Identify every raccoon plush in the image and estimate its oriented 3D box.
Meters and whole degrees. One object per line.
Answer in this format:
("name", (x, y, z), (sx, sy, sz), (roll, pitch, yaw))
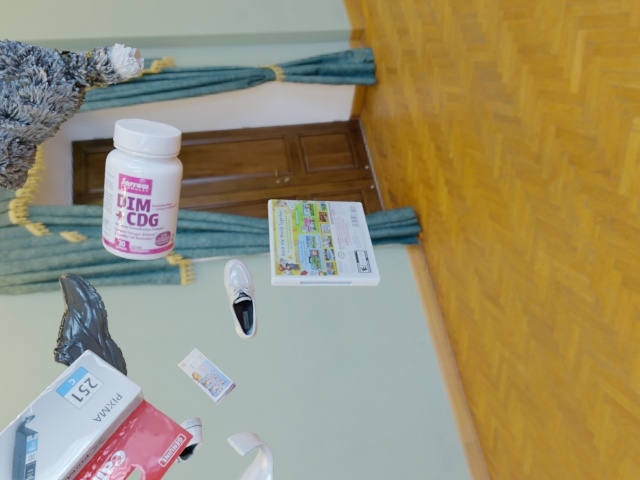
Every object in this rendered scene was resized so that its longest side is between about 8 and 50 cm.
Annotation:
("raccoon plush", (-0.620, -0.270, 1.051), (0.216, 0.446, 0.299), (12, -103, -64))

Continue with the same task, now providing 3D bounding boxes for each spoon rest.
("spoon rest", (-0.142, 0.517, 1.012), (0.137, 0.084, 0.276), (25, 124, 40))

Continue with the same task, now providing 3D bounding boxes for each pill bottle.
("pill bottle", (-0.394, -0.114, 1.062), (0.160, 0.160, 0.283), (-119, 38, -61))

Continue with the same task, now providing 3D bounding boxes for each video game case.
("video game case", (0.000, 0.000, 0.968), (0.026, 0.206, 0.227), (101, 167, -45))

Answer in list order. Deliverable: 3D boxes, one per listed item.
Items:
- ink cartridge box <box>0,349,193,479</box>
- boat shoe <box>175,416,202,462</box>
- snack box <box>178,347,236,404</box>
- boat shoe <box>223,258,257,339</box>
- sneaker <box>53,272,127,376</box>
("ink cartridge box", (-0.419, 0.383, 0.832), (0.296, 0.261, 0.066), (-52, -11, -36))
("boat shoe", (-0.386, 0.574, 1.311), (0.226, 0.083, 0.076), (-58, 44, 36))
("snack box", (-0.295, 0.346, 1.228), (0.178, 0.064, 0.022), (26, 150, 39))
("boat shoe", (-0.256, 0.187, 1.540), (0.088, 0.096, 0.267), (136, 127, -72))
("sneaker", (-0.541, 0.210, 1.072), (0.109, 0.130, 0.286), (-31, 81, 52))
